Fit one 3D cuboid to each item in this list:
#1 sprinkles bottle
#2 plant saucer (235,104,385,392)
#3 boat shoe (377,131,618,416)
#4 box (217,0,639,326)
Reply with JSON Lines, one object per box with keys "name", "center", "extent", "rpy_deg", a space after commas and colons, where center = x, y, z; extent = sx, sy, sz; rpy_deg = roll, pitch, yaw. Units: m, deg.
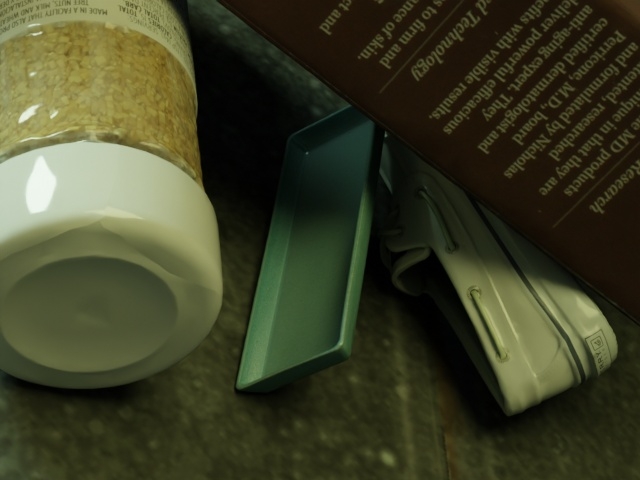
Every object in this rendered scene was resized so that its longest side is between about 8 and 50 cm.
{"name": "sprinkles bottle", "center": [-0.122, -0.097, 0.904], "extent": [0.121, 0.121, 0.355], "rpy_deg": [14, 43, -24]}
{"name": "plant saucer", "center": [0.000, 0.000, 0.935], "extent": [0.018, 0.067, 0.192], "rpy_deg": [46, 35, -29]}
{"name": "boat shoe", "center": [0.067, -0.003, 0.977], "extent": [0.076, 0.083, 0.226], "rpy_deg": [-31, 54, -10]}
{"name": "box", "center": [0.084, -0.139, 0.937], "extent": [0.381, 0.143, 0.191], "rpy_deg": [38, 29, -13]}
